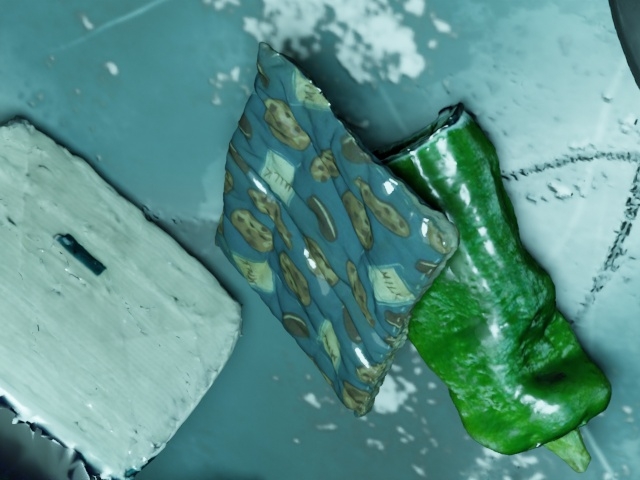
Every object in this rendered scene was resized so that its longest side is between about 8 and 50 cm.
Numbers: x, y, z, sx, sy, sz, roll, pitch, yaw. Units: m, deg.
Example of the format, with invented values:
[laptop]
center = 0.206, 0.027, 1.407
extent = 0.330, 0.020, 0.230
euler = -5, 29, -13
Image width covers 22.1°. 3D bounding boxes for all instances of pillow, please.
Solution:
[pillow]
center = -0.001, 0.000, 1.127
extent = 0.189, 0.034, 0.255
euler = 48, 151, 18

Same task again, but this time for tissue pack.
[tissue pack]
center = -0.291, 0.143, 1.305
extent = 0.264, 0.253, 0.416
euler = 41, 132, -4

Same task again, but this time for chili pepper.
[chili pepper]
center = 0.113, 0.048, 1.136
extent = 0.136, 0.099, 0.270
euler = -27, 102, 28

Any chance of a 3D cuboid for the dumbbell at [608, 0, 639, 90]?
[dumbbell]
center = 0.323, -0.161, 0.819
extent = 0.322, 0.204, 0.203
euler = -22, 109, 36
